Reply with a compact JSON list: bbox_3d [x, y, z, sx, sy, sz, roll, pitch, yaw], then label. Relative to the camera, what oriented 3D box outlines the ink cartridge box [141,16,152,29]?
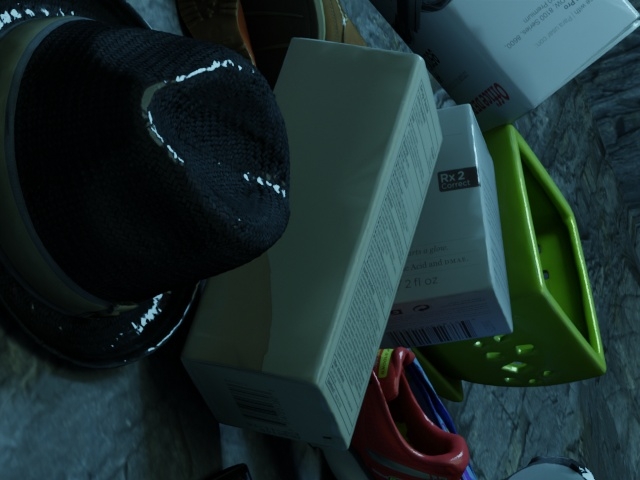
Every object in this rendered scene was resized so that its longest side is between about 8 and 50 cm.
[{"bbox_3d":[-0.183,-0.208,1.659,0.145,0.045,0.179,36,42,-61],"label":"ink cartridge box"}]

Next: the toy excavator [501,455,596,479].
[{"bbox_3d":[0.149,0.448,1.605,0.445,0.433,0.222,54,-16,48],"label":"toy excavator"}]

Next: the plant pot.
[{"bbox_3d":[0.172,0.039,2.188,0.227,0.207,0.228,46,31,-52],"label":"plant pot"}]

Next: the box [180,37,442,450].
[{"bbox_3d":[0.000,0.000,1.649,0.148,0.121,0.311,69,35,-59],"label":"box"}]

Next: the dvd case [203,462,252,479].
[{"bbox_3d":[-0.080,0.280,1.525,0.180,0.022,0.253,72,18,2],"label":"dvd case"}]

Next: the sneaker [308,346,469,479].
[{"bbox_3d":[0.025,0.119,1.742,0.279,0.118,0.107,46,30,-2],"label":"sneaker"}]

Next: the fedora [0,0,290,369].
[{"bbox_3d":[-0.122,-0.062,1.436,0.334,0.152,0.334,27,60,-60],"label":"fedora"}]

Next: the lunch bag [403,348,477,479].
[{"bbox_3d":[0.096,0.233,1.935,0.221,0.138,0.293,61,12,-44],"label":"lunch bag"}]

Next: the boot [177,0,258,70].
[{"bbox_3d":[-0.095,-0.197,1.900,0.084,0.059,0.158,54,22,-75],"label":"boot"}]

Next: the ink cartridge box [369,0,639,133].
[{"bbox_3d":[0.141,-0.320,2.170,0.395,0.166,0.285,50,-6,0],"label":"ink cartridge box"}]

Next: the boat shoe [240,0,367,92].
[{"bbox_3d":[-0.012,-0.184,1.962,0.104,0.110,0.307,-38,129,-44],"label":"boat shoe"}]

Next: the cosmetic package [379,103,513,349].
[{"bbox_3d":[0.090,-0.007,1.846,0.151,0.151,0.184,56,26,-68],"label":"cosmetic package"}]
